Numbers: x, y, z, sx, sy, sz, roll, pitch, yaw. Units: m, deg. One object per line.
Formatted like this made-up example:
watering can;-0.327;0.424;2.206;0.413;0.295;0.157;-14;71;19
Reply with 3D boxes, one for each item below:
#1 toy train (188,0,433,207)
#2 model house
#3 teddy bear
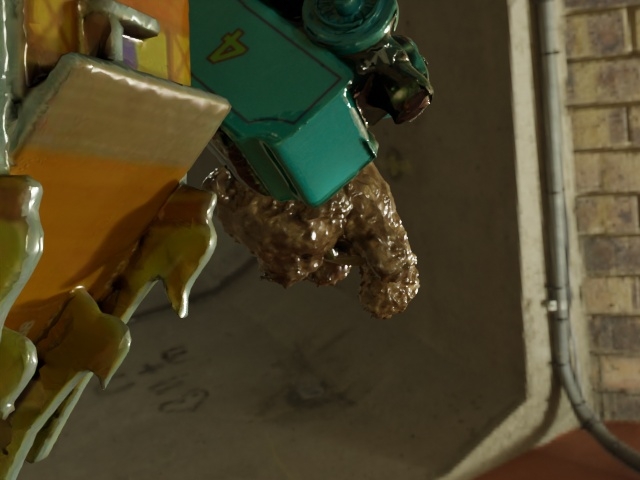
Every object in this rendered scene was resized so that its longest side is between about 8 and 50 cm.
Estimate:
toy train;-0.024;-0.120;0.583;0.154;0.107;0.198;-42;-119;-4
model house;-0.237;-0.031;0.398;0.358;0.312;0.242;1;179;19
teddy bear;0.000;0.009;1.064;0.246;0.296;0.222;21;-133;28
